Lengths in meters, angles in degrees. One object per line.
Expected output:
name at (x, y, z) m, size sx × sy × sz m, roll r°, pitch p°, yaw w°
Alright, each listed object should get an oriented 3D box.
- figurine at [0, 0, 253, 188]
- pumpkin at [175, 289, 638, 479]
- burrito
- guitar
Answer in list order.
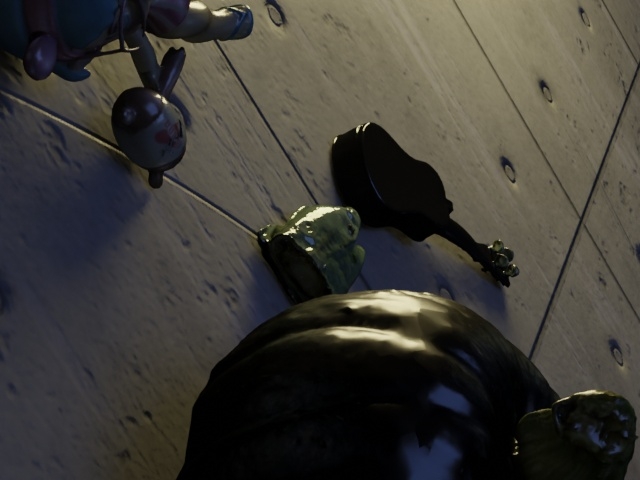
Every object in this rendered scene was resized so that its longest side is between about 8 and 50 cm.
figurine at (-0.124, -0.139, 1.057) m, size 0.260 × 0.103 × 0.205 m, roll -15°, pitch 117°, yaw -65°
pumpkin at (0.071, 0.156, 0.941) m, size 0.296 × 0.296 × 0.296 m, roll 41°, pitch 35°, yaw -38°
burrito at (0.002, 0.003, 1.199) m, size 0.074 × 0.044 × 0.118 m, roll 57°, pitch 31°, yaw -6°
guitar at (0.102, -0.018, 1.396) m, size 0.271 × 0.038 × 0.084 m, roll 30°, pitch 44°, yaw -48°
